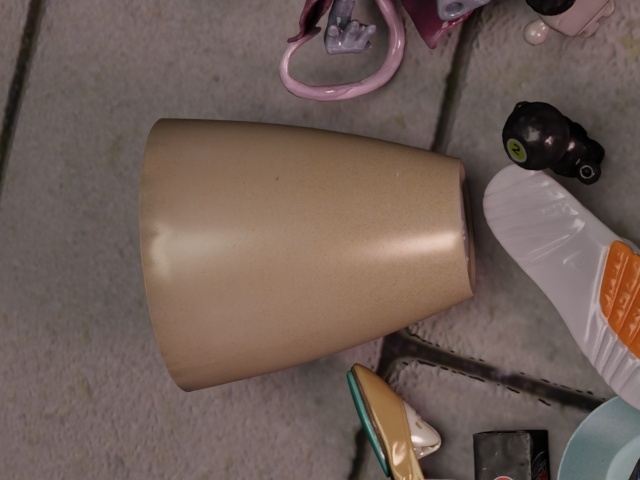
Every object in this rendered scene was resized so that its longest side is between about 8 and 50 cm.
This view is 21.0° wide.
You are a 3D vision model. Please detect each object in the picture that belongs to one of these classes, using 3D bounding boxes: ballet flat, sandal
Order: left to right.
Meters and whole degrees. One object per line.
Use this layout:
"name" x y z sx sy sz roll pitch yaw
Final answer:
"ballet flat" 0.089 0.219 1.615 0.073 0.080 0.232 -17 81 -4
"sandal" 0.253 0.033 1.529 0.102 0.076 0.265 -46 66 21

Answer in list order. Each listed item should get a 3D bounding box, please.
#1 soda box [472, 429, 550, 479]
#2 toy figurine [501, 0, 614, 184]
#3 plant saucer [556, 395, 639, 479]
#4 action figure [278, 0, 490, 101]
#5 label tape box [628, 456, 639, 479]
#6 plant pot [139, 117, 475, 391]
"soda box" 0.177 0.257 1.567 0.060 0.053 0.168 -4 86 26
"toy figurine" 0.268 -0.150 1.492 0.213 0.148 0.209 4 89 27
"plant saucer" 0.304 0.225 1.514 0.195 0.037 0.195 -2 86 26
"action figure" 0.063 -0.355 1.626 0.275 0.248 0.370 120 140 -58
"label tape box" 0.309 0.378 1.428 0.241 0.106 0.333 23 100 7
"plant pot" 0.000 0.000 1.587 0.274 0.256 0.256 -6 84 9
